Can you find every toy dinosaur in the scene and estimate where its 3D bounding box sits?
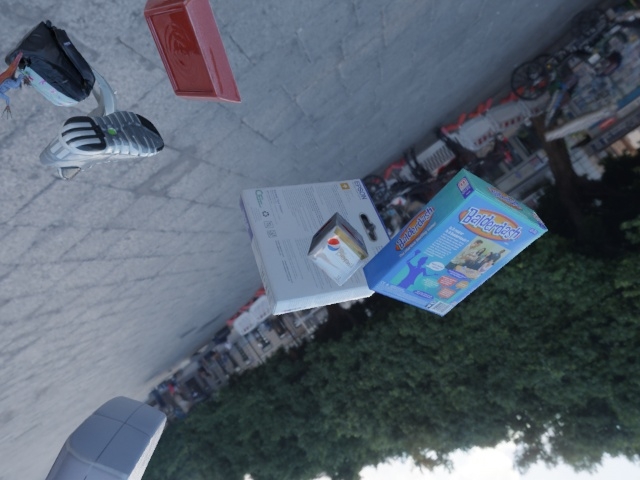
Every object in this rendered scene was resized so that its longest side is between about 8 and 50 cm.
[{"bbox_3d":[-0.460,-0.218,0.720,0.082,0.047,0.090,-39,135,-54],"label":"toy dinosaur"}]

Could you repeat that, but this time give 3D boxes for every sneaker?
[{"bbox_3d":[-0.392,-0.163,0.897,0.132,0.086,0.228,-27,178,24],"label":"sneaker"}]

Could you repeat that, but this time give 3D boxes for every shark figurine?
[{"bbox_3d":[-0.689,-0.431,1.587,0.278,0.166,0.116,111,-4,-59],"label":"shark figurine"}]

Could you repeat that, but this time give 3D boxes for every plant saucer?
[{"bbox_3d":[-0.310,-0.441,1.182,0.047,0.259,0.258,-35,-145,-31],"label":"plant saucer"}]

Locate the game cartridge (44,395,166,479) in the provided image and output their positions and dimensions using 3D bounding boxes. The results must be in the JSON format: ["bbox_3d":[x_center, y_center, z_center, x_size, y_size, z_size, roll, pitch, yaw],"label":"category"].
[{"bbox_3d":[-0.193,0.231,0.420,0.196,0.060,0.294,-64,-175,-20],"label":"game cartridge"}]

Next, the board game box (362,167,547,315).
[{"bbox_3d":[0.188,0.013,0.728,0.160,0.047,0.210,23,125,-31],"label":"board game box"}]

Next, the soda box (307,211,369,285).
[{"bbox_3d":[0.031,0.008,0.883,0.069,0.074,0.216,-46,-175,8],"label":"soda box"}]

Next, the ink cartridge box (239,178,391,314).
[{"bbox_3d":[0.000,0.000,1.231,0.330,0.324,0.071,-7,146,-22],"label":"ink cartridge box"}]

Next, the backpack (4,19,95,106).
[{"bbox_3d":[-0.650,-0.417,1.244,0.115,0.182,0.152,3,-122,41],"label":"backpack"}]
